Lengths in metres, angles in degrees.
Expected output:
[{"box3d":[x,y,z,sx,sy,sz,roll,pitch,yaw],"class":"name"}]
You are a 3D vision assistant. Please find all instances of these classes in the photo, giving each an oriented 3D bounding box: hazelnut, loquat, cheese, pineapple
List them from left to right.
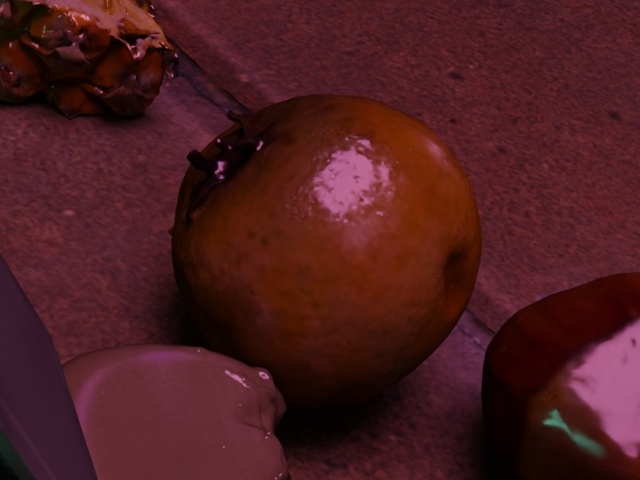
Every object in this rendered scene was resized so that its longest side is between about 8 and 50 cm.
[{"box3d":[-0.214,-0.176,1.481,0.236,0.114,0.186,27,35,-7],"class":"pineapple"},{"box3d":[-0.092,0.153,1.115,0.175,0.091,0.202,5,41,-19],"class":"cheese"},{"box3d":[0.001,-0.003,1.256,0.213,0.213,0.213,13,37,-10],"class":"loquat"},{"box3d":[0.204,0.112,1.261,0.212,0.181,0.181,17,65,-3],"class":"hazelnut"}]

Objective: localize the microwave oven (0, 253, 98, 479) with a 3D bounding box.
[{"box3d":[-0.227,0.082,0.929,0.181,0.295,0.237,-22,54,-2],"class":"microwave oven"}]
